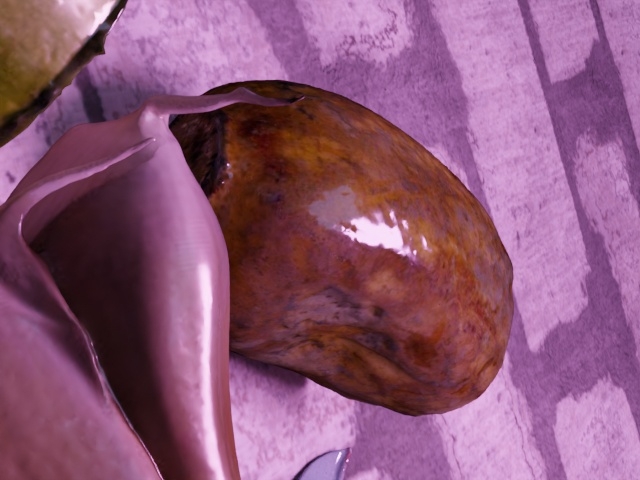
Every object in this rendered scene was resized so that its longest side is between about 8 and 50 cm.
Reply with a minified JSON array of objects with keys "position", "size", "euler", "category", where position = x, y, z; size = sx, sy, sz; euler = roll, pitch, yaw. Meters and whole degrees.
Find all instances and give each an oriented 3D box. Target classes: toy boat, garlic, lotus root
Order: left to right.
[{"position":[-0.164,0.071,0.769],"size":[0.231,0.246,0.340],"euler":[-7,103,-48],"category":"garlic"},{"position":[0.000,0.236,1.155],"size":[0.096,0.034,0.122],"euler":[48,33,-37],"category":"toy boat"},{"position":[0.000,0.000,1.054],"size":[0.346,0.250,0.250],"euler":[31,54,-44],"category":"lotus root"}]

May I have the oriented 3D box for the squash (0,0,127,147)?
[{"position":[-0.298,-0.239,0.663],"size":[0.384,0.263,0.263],"euler":[47,42,-39],"category":"squash"}]
